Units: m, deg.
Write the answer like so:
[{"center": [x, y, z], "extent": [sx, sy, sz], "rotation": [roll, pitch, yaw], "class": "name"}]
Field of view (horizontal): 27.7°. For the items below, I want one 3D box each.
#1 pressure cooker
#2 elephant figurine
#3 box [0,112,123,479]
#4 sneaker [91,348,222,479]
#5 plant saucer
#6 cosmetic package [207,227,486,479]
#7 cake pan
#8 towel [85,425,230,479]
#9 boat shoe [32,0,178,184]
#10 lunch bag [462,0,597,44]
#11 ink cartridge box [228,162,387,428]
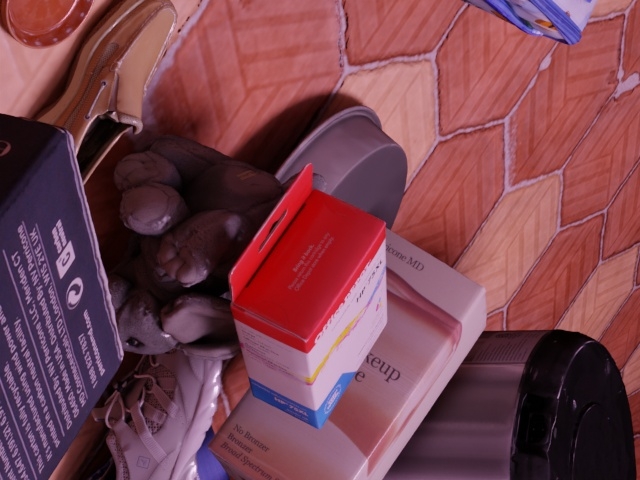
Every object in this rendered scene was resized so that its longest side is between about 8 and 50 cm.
[{"center": [0.143, 0.286, 1.584], "extent": [0.370, 0.420, 0.376], "rotation": [36, 56, -55], "class": "pressure cooker"}, {"center": [-0.134, 0.036, 1.172], "extent": [0.169, 0.186, 0.239], "rotation": [-58, 171, -53], "class": "elephant figurine"}, {"center": [-0.332, 0.105, 0.667], "extent": [0.212, 0.293, 0.395], "rotation": [86, 25, -49], "class": "box"}, {"center": [-0.168, 0.165, 1.289], "extent": [0.115, 0.105, 0.281], "rotation": [10, 99, -13], "class": "sneaker"}, {"center": [-0.203, -0.183, 0.965], "extent": [0.083, 0.013, 0.083], "rotation": [-37, 147, -30], "class": "plant saucer"}, {"center": [0.034, 0.149, 1.355], "extent": [0.296, 0.153, 0.129], "rotation": [-55, 162, -15], "class": "cosmetic package"}, {"center": [0.000, 0.000, 1.364], "extent": [0.293, 0.054, 0.293], "rotation": [-49, 158, -27], "class": "cake pan"}, {"center": [-0.239, 0.326, 1.437], "extent": [0.336, 0.040, 0.243], "rotation": [-40, 150, -21], "class": "towel"}, {"center": [-0.165, -0.110, 1.036], "extent": [0.190, 0.072, 0.068], "rotation": [-56, 151, 2], "class": "boat shoe"}, {"center": [0.121, -0.274, 1.110], "extent": [0.115, 0.243, 0.303], "rotation": [-60, 152, 9], "class": "lunch bag"}, {"center": [-0.006, 0.053, 1.135], "extent": [0.134, 0.078, 0.231], "rotation": [-56, 161, -24], "class": "ink cartridge box"}]
